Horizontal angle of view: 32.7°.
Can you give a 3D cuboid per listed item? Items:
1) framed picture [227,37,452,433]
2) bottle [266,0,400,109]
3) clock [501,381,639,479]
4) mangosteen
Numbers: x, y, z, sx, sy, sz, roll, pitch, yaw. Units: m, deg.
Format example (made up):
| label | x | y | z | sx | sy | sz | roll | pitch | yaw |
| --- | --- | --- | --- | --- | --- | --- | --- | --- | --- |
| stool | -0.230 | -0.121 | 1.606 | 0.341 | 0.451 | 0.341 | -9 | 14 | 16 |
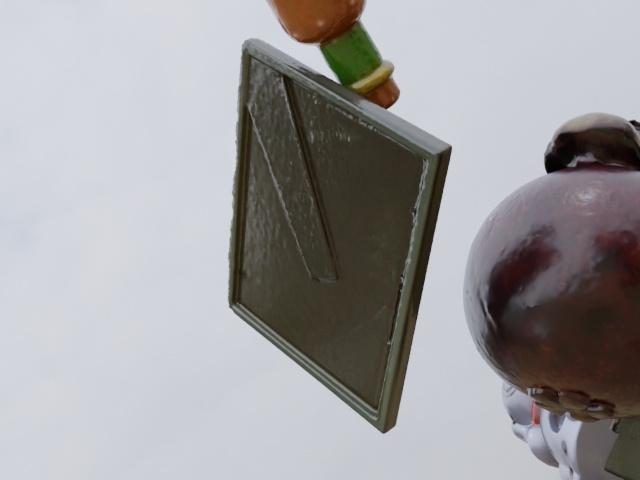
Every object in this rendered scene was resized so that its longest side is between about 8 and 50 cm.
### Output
| label | x | y | z | sx | sy | sz | roll | pitch | yaw |
| --- | --- | --- | --- | --- | --- | --- | --- | --- | --- |
| framed picture | 0.001 | 0.000 | 0.820 | 0.018 | 0.192 | 0.265 | -29 | -39 | -37 |
| bottle | -0.004 | -0.168 | 0.747 | 0.069 | 0.187 | 0.069 | -28 | 20 | 11 |
| clock | 0.294 | 0.190 | 1.208 | 0.189 | 0.189 | 0.254 | -29 | 9 | -13 |
| mangosteen | 0.224 | 0.013 | 0.860 | 0.215 | 0.215 | 0.257 | 62 | -140 | -65 |
